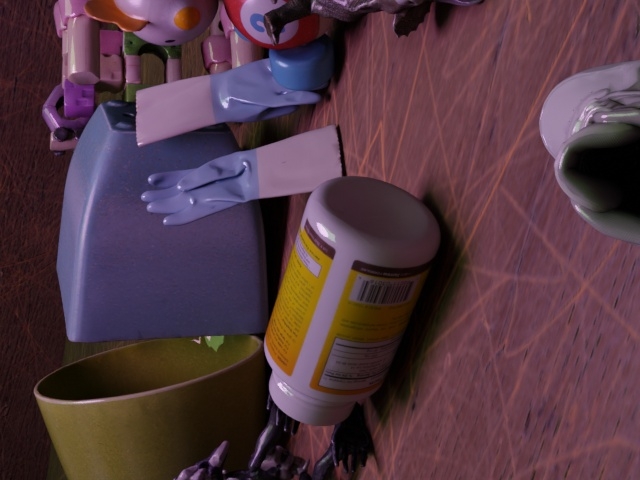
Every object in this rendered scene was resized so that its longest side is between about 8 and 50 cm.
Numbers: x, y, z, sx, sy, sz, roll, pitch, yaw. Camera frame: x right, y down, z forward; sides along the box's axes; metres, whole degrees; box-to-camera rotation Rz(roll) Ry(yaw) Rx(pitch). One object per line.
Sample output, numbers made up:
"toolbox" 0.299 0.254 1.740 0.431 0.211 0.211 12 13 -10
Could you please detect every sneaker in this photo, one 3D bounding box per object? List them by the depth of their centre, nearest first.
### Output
"sneaker" 0.163 -0.049 0.540 0.232 0.115 0.090 -132 50 -64

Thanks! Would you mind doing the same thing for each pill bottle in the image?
"pill bottle" 0.020 0.059 0.913 0.117 0.117 0.215 -110 32 -50

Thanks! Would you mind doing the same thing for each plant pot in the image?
"plant pot" -0.177 0.288 1.255 0.275 0.274 0.294 -169 68 -70
"plant pot" -0.202 -0.041 1.320 0.247 0.247 0.252 -127 39 -62

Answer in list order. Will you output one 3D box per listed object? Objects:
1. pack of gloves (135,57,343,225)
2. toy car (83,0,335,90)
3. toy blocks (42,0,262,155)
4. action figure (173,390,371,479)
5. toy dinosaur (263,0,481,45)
"pack of gloves" -0.091 -0.108 1.173 0.046 0.232 0.195 62 -161 -59
"toy car" -0.126 -0.260 1.094 0.210 0.238 0.219 54 161 39
"toy blocks" -0.249 -0.294 1.509 0.309 0.288 0.260 136 132 -66
"action figure" -0.065 0.260 1.042 0.276 0.164 0.141 -59 -1 36
"toy dinosaur" 0.009 -0.273 0.935 0.121 0.160 0.313 83 166 -56
